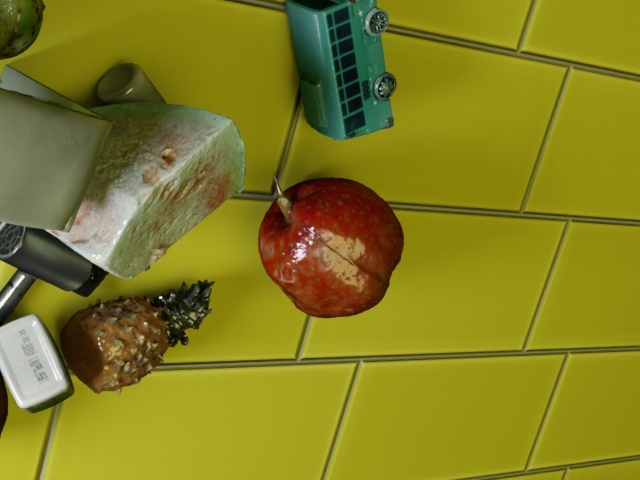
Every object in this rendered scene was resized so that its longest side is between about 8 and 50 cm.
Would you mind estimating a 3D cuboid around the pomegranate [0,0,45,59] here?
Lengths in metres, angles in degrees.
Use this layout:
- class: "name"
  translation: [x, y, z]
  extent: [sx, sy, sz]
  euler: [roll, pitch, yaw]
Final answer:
- class: "pomegranate"
  translation: [-0.458, -0.315, 1.658]
  extent: [0.169, 0.122, 0.143]
  euler: [-14, 94, 5]

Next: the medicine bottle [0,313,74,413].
- class: "medicine bottle"
  translation: [-0.444, 0.196, 1.884]
  extent: [0.088, 0.188, 0.132]
  euler: [-25, 83, -11]

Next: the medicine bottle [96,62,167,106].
- class: "medicine bottle"
  translation: [-0.281, -0.204, 1.881]
  extent: [0.080, 0.080, 0.130]
  euler: [-44, 133, -12]

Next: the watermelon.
- class: "watermelon"
  translation: [-0.296, -0.054, 1.792]
  extent: [0.387, 0.258, 0.228]
  euler: [-10, 134, 6]

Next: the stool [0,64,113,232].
- class: "stool"
  translation: [-0.465, -0.149, 1.609]
  extent: [0.243, 0.269, 0.170]
  euler: [14, 103, -53]

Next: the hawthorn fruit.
- class: "hawthorn fruit"
  translation: [0.016, 0.013, 2.128]
  extent: [0.262, 0.258, 0.258]
  euler: [3, 111, -46]

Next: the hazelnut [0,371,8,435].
- class: "hazelnut"
  translation: [-0.578, 0.247, 1.807]
  extent: [0.229, 0.229, 0.229]
  euler: [-19, 123, -31]

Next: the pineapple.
- class: "pineapple"
  translation: [-0.291, 0.144, 2.033]
  extent: [0.278, 0.158, 0.158]
  euler: [-26, 128, -41]

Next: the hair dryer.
- class: "hair dryer"
  translation: [-0.469, 0.096, 1.909]
  extent: [0.248, 0.078, 0.195]
  euler: [-49, 135, 6]

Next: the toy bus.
- class: "toy bus"
  translation: [0.034, -0.300, 2.055]
  extent: [0.147, 0.128, 0.256]
  euler: [-25, 124, -24]
